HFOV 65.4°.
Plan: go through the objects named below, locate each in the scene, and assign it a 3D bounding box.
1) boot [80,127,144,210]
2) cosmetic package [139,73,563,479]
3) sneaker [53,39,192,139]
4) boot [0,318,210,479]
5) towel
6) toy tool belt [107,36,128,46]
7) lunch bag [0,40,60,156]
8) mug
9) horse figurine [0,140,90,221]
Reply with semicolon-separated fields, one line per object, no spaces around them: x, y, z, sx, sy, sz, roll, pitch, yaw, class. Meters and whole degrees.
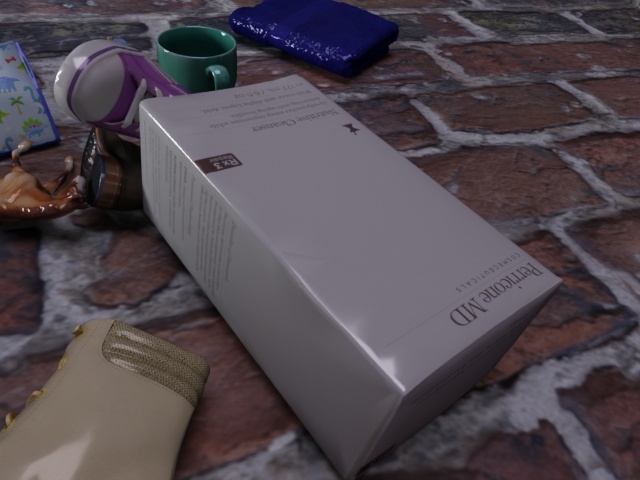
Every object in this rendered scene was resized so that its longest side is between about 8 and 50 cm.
-0.253;-0.094;0.663;0.106;0.082;0.219;13;25;-34;boot
0.000;0.000;0.502;0.217;0.156;0.385;-24;54;-36;cosmetic package
-0.174;-0.149;0.616;0.161;0.102;0.282;31;10;11;sneaker
-0.227;0.150;0.364;0.262;0.095;0.203;8;43;-3;boot
-0.012;-0.447;1.074;0.308;0.076;0.227;29;53;20;towel
-0.373;-0.353;0.919;0.052;0.051;0.083;-12;46;-22;toy tool belt
-0.458;-0.186;0.695;0.129;0.096;0.151;-25;81;-31;lunch bag
-0.207;-0.281;0.835;0.130;0.097;0.157;6;43;-4;mug
-0.407;-0.061;0.588;0.264;0.066;0.174;-6;39;-17;horse figurine
